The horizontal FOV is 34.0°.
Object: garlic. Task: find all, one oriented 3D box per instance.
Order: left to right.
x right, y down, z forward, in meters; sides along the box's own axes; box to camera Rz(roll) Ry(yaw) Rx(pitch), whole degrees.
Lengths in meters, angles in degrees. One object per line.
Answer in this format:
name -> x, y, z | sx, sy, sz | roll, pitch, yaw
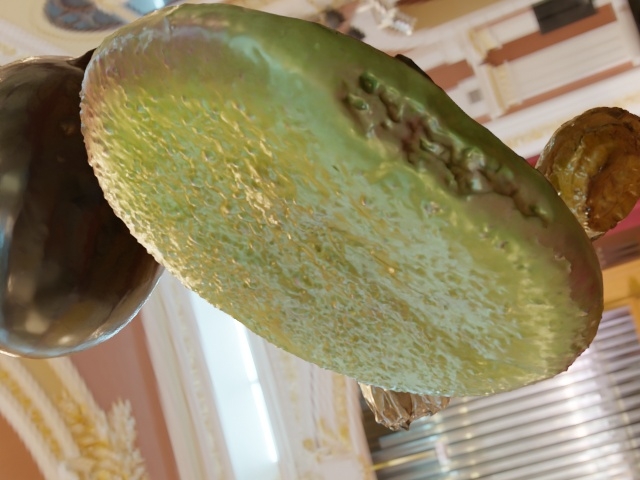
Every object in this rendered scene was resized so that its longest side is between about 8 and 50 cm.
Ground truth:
garlic -> 0.076, 0.123, 0.938 | 0.113, 0.074, 0.094 | 19, 143, 54

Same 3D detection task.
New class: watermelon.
watermelon -> -0.287, -0.046, 1.141 | 0.279, 0.279, 0.359 | -40, -31, -71

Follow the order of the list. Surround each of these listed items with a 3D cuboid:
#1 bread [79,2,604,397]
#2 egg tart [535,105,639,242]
bread -> -0.004, 0.001, 0.552 | 0.045, 0.301, 0.301 | -60, -45, -28
egg tart -> 0.228, -0.046, 0.850 | 0.049, 0.129, 0.129 | 40, 168, 50
